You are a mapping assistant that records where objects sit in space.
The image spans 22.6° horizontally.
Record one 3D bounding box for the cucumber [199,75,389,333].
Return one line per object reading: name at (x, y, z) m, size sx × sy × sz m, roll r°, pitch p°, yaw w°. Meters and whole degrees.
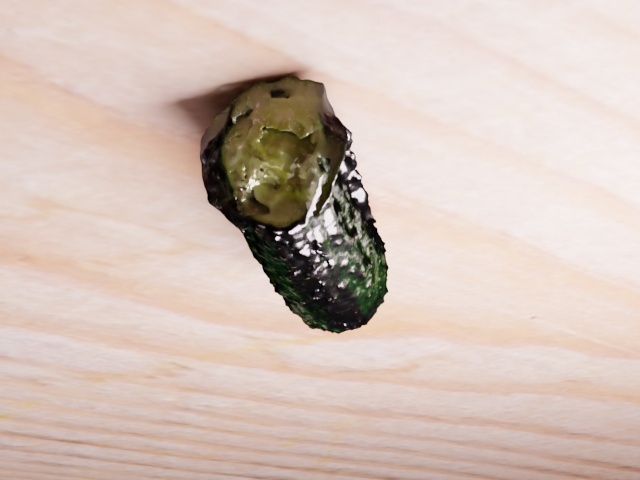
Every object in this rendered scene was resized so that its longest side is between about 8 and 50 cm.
cucumber at (-0.001, 0.003, 0.763) m, size 0.067 × 0.067 × 0.245 m, roll -9°, pitch 158°, yaw 7°
